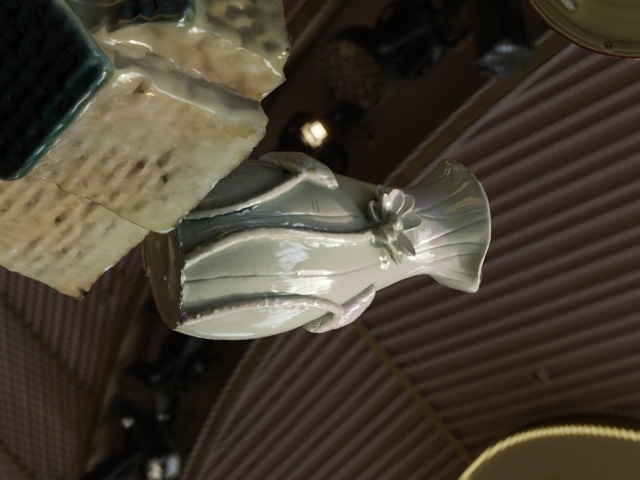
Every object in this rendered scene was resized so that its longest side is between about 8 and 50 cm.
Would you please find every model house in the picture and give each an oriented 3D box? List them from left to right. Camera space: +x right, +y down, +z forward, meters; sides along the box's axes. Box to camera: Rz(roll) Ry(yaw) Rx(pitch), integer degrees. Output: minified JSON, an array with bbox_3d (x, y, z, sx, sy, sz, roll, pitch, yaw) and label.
[{"bbox_3d":[-0.214,-0.137,0.967,0.298,0.284,0.243,-42,-136,36],"label":"model house"}]

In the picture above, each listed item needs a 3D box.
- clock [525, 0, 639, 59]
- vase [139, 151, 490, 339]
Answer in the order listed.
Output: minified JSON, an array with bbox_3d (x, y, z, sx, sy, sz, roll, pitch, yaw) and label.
[{"bbox_3d":[0.323,-0.336,1.349,0.319,0.080,0.318,0,-89,35],"label":"clock"},{"bbox_3d":[0.000,0.000,1.796,0.250,0.446,0.249,174,-90,-68],"label":"vase"}]
